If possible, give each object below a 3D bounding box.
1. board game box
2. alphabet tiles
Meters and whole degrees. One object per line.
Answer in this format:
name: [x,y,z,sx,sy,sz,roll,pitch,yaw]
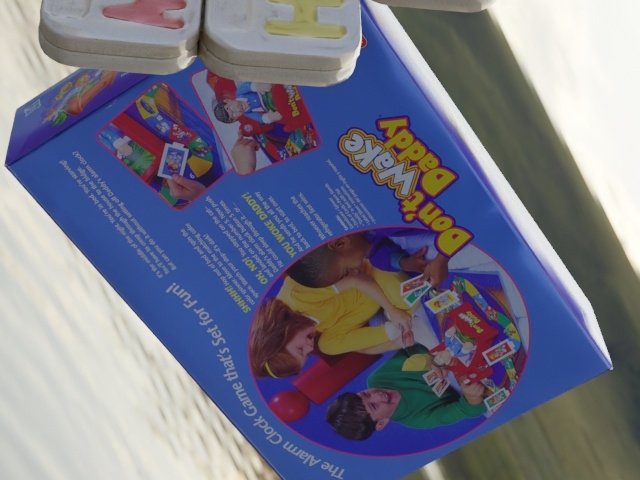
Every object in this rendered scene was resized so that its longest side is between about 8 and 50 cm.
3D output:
board game box: [0.000,0.000,1.027,0.347,0.233,0.078,53,16,-28]
alphabet tiles: [-0.052,-0.182,0.778,0.021,0.278,0.284,100,-7,-48]
